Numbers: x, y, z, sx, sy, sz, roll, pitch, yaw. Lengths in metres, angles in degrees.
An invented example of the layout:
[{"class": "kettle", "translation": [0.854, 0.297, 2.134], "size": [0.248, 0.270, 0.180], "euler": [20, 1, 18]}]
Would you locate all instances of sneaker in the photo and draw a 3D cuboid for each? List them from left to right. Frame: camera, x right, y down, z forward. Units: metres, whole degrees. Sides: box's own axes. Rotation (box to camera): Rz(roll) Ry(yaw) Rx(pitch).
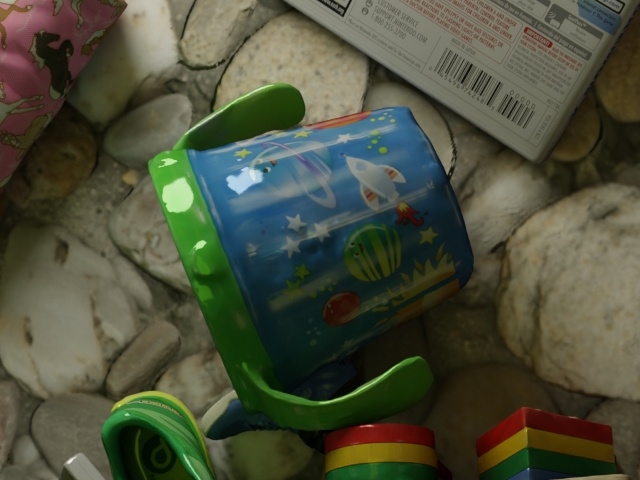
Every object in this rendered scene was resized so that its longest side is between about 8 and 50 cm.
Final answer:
[{"class": "sneaker", "translation": [-0.111, 0.270, 1.290], "size": [0.109, 0.123, 0.295], "euler": [-38, 79, 10]}, {"class": "sneaker", "translation": [-0.030, 0.161, 1.308], "size": [0.152, 0.058, 0.085], "euler": [-29, 71, 5]}]

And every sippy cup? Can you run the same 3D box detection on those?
[{"class": "sippy cup", "translation": [0.000, 0.000, 1.227], "size": [0.224, 0.240, 0.305], "euler": [-21, 87, -2]}]

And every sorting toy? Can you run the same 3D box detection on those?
[{"class": "sorting toy", "translation": [0.127, 0.200, 1.170], "size": [0.257, 0.255, 0.089], "euler": [-8, 69, 15]}]

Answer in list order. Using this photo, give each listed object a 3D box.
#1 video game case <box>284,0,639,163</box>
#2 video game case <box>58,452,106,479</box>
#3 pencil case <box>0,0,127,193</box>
[{"class": "video game case", "translation": [0.129, -0.277, 1.257], "size": [0.329, 0.036, 0.300], "euler": [35, 114, 15]}, {"class": "video game case", "translation": [-0.166, 0.307, 1.289], "size": [0.023, 0.193, 0.212], "euler": [-34, 74, -33]}, {"class": "pencil case", "translation": [-0.345, -0.133, 1.364], "size": [0.386, 0.167, 0.160], "euler": [-52, 41, 7]}]
